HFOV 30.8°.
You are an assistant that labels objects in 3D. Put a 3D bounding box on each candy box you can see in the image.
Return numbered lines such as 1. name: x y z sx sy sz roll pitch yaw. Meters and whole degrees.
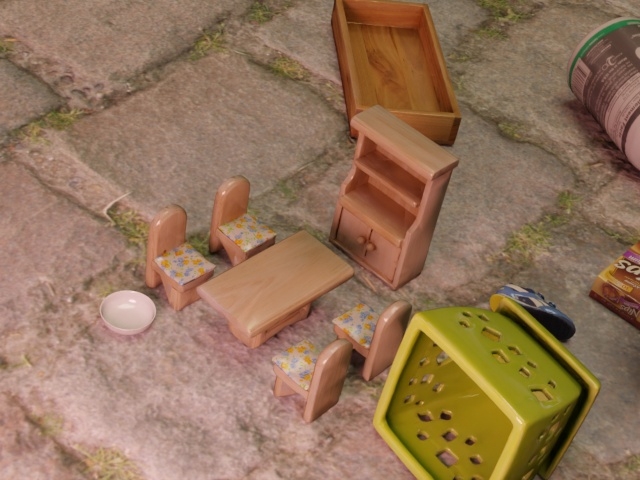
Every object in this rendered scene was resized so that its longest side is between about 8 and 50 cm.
1. candy box: 0.555 0.067 1.980 0.109 0.053 0.187 36 48 24

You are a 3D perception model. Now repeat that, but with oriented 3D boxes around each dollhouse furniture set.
1. dollhouse furniture set: 0.000 0.000 1.764 0.362 0.256 0.394 38 47 27

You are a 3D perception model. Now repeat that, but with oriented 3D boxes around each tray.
1. tray: 0.143 -0.348 2.334 0.203 0.076 0.410 3 41 -10

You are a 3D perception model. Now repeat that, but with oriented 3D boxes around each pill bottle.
1. pill bottle: 0.648 -0.258 2.255 0.204 0.204 0.361 -7 45 -21

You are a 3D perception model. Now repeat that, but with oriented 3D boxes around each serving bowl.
1. serving bowl: -0.289 0.113 1.739 0.083 0.027 0.083 7 42 -6

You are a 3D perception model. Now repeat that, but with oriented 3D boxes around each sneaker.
1. sneaker: 0.349 0.110 1.880 0.144 0.053 0.059 27 41 15

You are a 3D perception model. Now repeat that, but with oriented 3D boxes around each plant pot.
1. plant pot: 0.238 0.224 1.601 0.207 0.228 0.227 -14 47 -38
